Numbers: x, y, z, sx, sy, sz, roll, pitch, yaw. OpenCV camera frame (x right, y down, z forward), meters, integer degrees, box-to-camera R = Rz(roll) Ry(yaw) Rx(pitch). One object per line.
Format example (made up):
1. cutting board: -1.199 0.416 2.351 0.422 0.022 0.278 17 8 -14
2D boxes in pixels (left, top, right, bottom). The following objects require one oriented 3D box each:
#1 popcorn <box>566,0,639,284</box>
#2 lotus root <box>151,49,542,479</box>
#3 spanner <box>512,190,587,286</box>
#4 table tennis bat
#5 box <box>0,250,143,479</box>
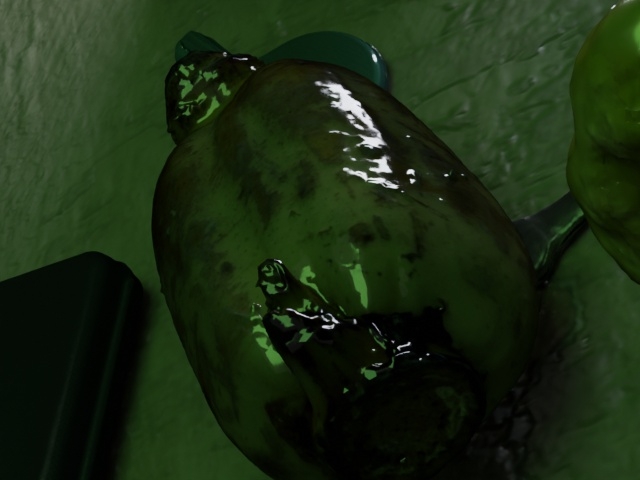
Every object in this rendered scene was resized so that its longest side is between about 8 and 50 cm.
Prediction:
1. popcorn: 0.238 -0.033 0.539 0.250 0.235 0.242 21 54 36
2. lotus root: 0.000 0.000 0.774 0.173 0.173 0.309 -38 40 9
3. spanner: 0.177 -0.057 0.775 0.254 0.015 0.054 -40 41 7
4. table tennis bat: -0.036 -0.095 0.986 0.124 0.033 0.201 -49 41 -7
5. box: -0.191 0.121 0.922 0.160 0.050 0.230 -18 48 31
